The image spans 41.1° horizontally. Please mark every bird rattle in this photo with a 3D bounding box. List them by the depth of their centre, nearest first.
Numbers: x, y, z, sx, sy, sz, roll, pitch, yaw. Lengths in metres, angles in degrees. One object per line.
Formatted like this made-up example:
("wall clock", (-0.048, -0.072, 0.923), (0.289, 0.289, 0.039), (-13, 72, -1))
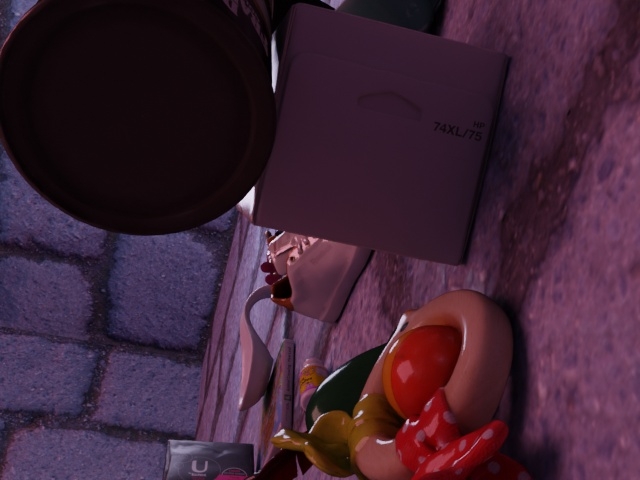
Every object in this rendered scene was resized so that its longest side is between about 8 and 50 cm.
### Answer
("bird rattle", (0.070, 0.125, 0.634), (0.206, 0.143, 0.253), (-65, 8, -20))

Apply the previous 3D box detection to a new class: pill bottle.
("pill bottle", (-0.008, 0.201, 1.191), (0.083, 0.043, 0.043), (-97, 21, -61))

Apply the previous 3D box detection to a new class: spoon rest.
("spoon rest", (-0.125, 0.199, 1.648), (0.137, 0.084, 0.276), (110, 175, -51))

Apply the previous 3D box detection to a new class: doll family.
("doll family", (-0.078, -0.049, 1.669), (0.163, 0.118, 0.262), (-86, -20, -60))

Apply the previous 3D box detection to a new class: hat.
("hat", (-0.008, 0.159, 0.828), (0.208, 0.184, 0.173), (-92, 17, -53))

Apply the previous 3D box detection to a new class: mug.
("mug", (0.080, -0.262, 1.012), (0.129, 0.097, 0.158), (-49, 9, -36))

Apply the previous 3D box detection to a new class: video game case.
("video game case", (-0.084, 0.318, 1.547), (0.193, 0.023, 0.212), (-90, 15, -47))

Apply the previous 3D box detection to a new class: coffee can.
("coffee can", (-0.140, -0.161, 0.726), (0.275, 0.202, 0.201), (-96, 19, -57))

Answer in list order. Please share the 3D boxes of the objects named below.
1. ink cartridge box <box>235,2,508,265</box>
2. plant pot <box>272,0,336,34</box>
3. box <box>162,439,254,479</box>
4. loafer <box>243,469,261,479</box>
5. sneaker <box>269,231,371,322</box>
("ink cartridge box", (0.032, -0.101, 0.858), (0.270, 0.198, 0.197), (-147, 68, -80))
("plant pot", (-0.041, -0.245, 1.214), (0.187, 0.167, 0.188), (112, 156, -43))
("box", (-0.211, 0.518, 1.558), (0.143, 0.165, 0.270), (-102, 18, -67))
("loafer", (-0.100, 0.456, 1.389), (0.078, 0.080, 0.220), (47, 132, 37))
("sneaker", (0.000, 0.000, 1.150), (0.105, 0.123, 0.290), (-88, 14, -50))
